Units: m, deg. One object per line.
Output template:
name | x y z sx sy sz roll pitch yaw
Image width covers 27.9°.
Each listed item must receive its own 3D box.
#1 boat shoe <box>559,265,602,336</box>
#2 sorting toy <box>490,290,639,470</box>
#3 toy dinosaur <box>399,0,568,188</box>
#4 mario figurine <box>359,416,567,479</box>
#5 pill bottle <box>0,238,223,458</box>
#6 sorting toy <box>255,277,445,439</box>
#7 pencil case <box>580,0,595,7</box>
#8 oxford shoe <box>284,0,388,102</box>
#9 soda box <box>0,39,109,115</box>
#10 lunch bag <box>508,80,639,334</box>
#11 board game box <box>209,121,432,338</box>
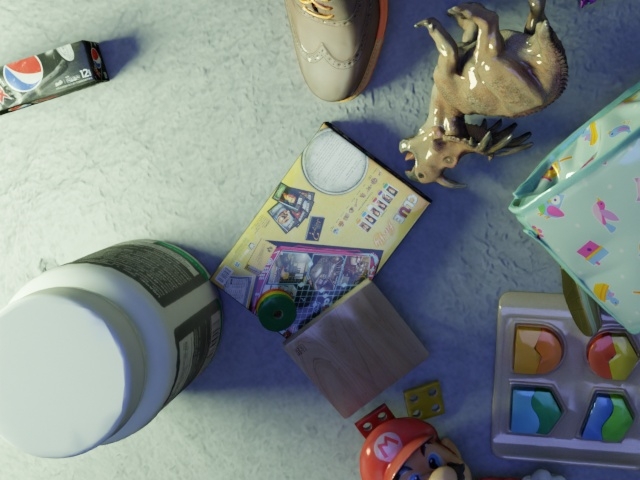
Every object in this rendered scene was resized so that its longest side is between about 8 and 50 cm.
boat shoe | 0.312 0.037 1.527 0.048 0.056 0.153 -12 76 -9
sorting toy | 0.307 0.171 1.559 0.193 0.038 0.208 3 97 8
toy dinosaur | 0.204 -0.175 1.449 0.127 0.295 0.200 -26 97 -32
mario figurine | 0.179 0.335 1.516 0.320 0.198 0.170 43 124 0
pill bottle | -0.246 0.116 1.471 0.204 0.361 0.204 1 96 9
sorting toy | 0.045 0.131 1.561 0.132 0.046 0.274 -38 115 3
pencil case | 0.365 -0.319 1.479 0.151 0.064 0.070 -15 69 10
oxford shoe | -0.005 -0.299 1.443 0.130 0.133 0.364 12 130 21
soda box | -0.354 -0.199 1.603 0.169 0.060 0.053 -16 93 10
lunch bag | 0.374 -0.044 1.440 0.262 0.160 0.223 -41 105 18
board game box | 0.000 0.000 1.582 0.165 0.042 0.243 38 100 3
